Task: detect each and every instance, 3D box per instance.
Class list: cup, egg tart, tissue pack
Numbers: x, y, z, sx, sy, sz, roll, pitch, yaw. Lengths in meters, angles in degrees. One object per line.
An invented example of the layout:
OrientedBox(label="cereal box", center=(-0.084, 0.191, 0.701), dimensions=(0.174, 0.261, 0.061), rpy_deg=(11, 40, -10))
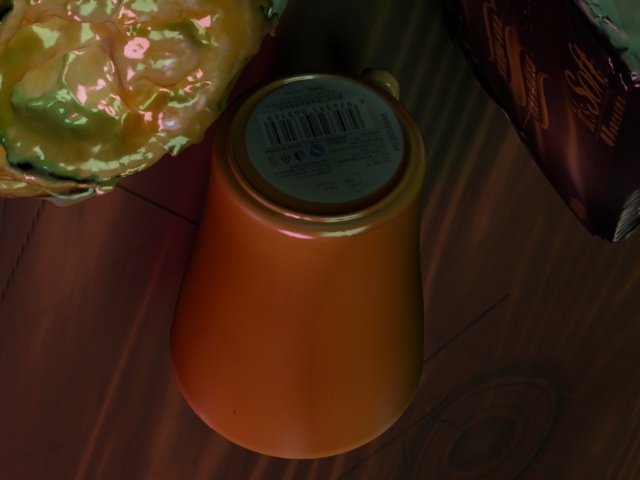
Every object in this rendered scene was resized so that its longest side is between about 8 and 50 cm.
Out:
OrientedBox(label="cup", center=(0.000, 0.000, 1.151), dimensions=(0.264, 0.182, 0.226), rpy_deg=(98, 16, -55))
OrientedBox(label="egg tart", center=(-0.136, -0.126, 0.988), dimensions=(0.315, 0.120, 0.315), rpy_deg=(-19, 138, -18))
OrientedBox(label="tissue pack", center=(0.199, -0.157, 1.020), dimensions=(0.198, 0.210, 0.370), rpy_deg=(-31, 166, -2))
